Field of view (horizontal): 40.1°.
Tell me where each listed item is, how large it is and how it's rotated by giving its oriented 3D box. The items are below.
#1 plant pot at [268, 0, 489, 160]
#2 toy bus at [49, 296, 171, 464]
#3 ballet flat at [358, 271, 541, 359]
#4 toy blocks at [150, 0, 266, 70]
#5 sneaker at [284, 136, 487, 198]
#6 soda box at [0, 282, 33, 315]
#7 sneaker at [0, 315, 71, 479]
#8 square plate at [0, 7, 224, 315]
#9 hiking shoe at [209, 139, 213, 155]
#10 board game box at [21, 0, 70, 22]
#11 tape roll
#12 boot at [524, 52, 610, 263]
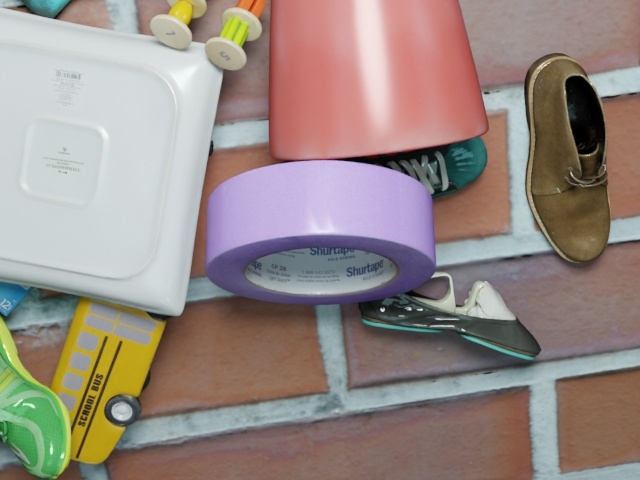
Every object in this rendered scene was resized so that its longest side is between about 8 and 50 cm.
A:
[{"bbox_3d":[0.054,-0.234,1.040,0.275,0.275,0.243,-8,101,-1],"label":"plant pot"},{"bbox_3d":[-0.290,0.149,1.233,0.130,0.108,0.332,20,109,-10],"label":"toy bus"},{"bbox_3d":[0.196,0.100,1.262,0.281,0.095,0.096,13,98,-9],"label":"ballet flat"},{"bbox_3d":[-0.121,-0.291,1.062,0.123,0.054,0.148,22,63,-4],"label":"toy blocks"},{"bbox_3d":[0.082,-0.073,1.166,0.302,0.121,0.108,-13,112,1],"label":"sneaker"},{"bbox_3d":[-0.478,0.002,1.179,0.067,0.071,0.210,-43,108,11],"label":"soda box"},{"bbox_3d":[-0.444,0.208,1.176,0.295,0.123,0.109,48,119,16],"label":"sneaker"},{"bbox_3d":[-0.316,-0.099,1.084,0.348,0.049,0.343,11,97,2],"label":"square plate"},{"bbox_3d":[-0.223,-0.055,1.153,0.227,0.086,0.114,-30,83,16],"label":"hiking shoe"},{"bbox_3d":[-0.362,-0.374,1.065,0.126,0.026,0.186,-43,108,13],"label":"board game box"},{"bbox_3d":[0.000,0.000,1.058,0.275,0.275,0.090,0,70,-4],"label":"tape roll"},{"bbox_3d":[0.342,-0.092,1.184,0.112,0.115,0.305,-16,113,0],"label":"boot"}]
